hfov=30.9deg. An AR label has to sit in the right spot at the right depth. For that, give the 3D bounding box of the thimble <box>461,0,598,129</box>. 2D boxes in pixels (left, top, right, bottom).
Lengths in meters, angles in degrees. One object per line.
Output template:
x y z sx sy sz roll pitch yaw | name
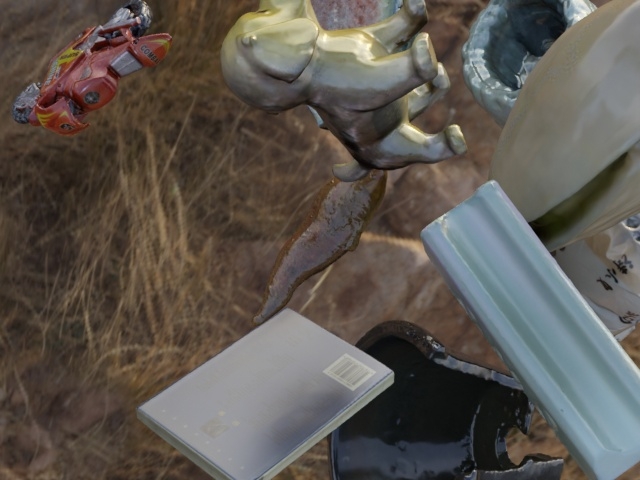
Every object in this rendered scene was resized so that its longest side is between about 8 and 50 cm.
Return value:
0.304 -0.244 1.589 0.172 0.205 0.250 31 43 -40 | thimble

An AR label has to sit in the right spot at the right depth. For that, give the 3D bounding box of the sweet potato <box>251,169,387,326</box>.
0.002 -0.001 1.197 0.068 0.068 0.226 38 95 -1 | sweet potato

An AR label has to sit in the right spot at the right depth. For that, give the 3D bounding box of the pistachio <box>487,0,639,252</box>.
0.301 -0.115 1.199 0.207 0.332 0.226 37 31 -14 | pistachio

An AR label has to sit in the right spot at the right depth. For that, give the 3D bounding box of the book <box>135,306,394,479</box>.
-0.065 0.191 1.433 0.191 0.025 0.269 29 45 32 | book

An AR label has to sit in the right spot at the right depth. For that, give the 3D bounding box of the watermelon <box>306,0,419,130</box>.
0.057 -0.289 1.391 0.175 0.188 0.322 12 55 -52 | watermelon

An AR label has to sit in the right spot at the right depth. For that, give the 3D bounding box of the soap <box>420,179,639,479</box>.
0.219 0.096 1.132 0.095 0.173 0.289 -35 75 1 | soap

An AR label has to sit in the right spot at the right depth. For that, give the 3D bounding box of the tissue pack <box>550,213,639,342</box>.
0.433 -0.029 1.828 0.195 0.375 0.390 -26 69 -3 | tissue pack

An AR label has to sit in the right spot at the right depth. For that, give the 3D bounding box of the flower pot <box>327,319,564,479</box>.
0.197 0.317 1.758 0.251 0.379 0.379 3 70 -31 | flower pot

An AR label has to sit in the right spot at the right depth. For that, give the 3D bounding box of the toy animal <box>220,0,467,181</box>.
0.029 -0.139 0.995 0.168 0.233 0.121 -24 53 21 | toy animal

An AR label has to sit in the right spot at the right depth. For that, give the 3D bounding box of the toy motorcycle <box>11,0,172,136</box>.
-0.380 -0.272 1.905 0.298 0.089 0.171 -39 41 5 | toy motorcycle
